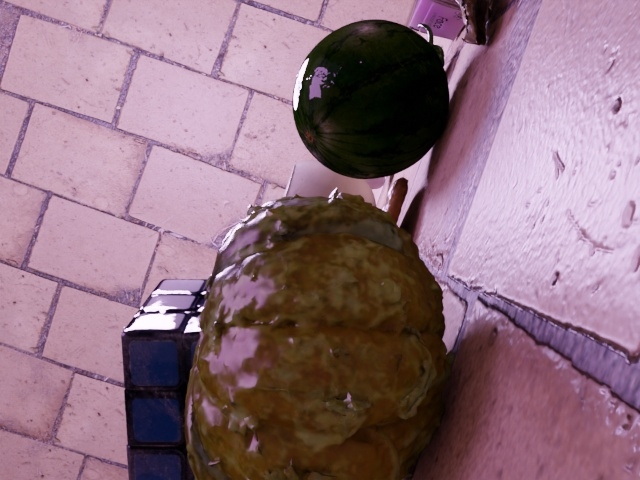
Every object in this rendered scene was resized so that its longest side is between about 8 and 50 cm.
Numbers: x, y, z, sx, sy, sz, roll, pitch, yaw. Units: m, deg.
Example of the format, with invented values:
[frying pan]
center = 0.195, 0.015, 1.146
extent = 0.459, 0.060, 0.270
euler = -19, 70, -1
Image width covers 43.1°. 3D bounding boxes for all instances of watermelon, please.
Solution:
[watermelon]
center = 0.077, -0.211, 1.223
extent = 0.242, 0.242, 0.242
euler = -161, 90, -88

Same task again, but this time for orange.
[orange]
center = 0.001, 0.096, 0.694
extent = 0.301, 0.223, 0.300
euler = 112, 161, -55

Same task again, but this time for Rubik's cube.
[Rubik's cube]
center = -0.157, 0.248, 1.408
extent = 0.304, 0.301, 0.305
euler = -84, -5, -74

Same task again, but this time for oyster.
[oyster]
center = 0.219, -0.358, 1.138
extent = 0.166, 0.094, 0.294
euler = 85, -174, -46

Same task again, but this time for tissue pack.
[tissue pack]
center = 0.238, -0.486, 1.386
extent = 0.148, 0.092, 0.246
euler = 119, 169, -84

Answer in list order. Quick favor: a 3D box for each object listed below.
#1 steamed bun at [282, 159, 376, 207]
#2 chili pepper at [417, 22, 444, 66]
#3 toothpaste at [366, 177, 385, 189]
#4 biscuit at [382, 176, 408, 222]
[steamed bun]
center = 0.000, 0.000, 1.656
extent = 0.324, 0.206, 0.324
euler = -163, 90, -86
[chili pepper]
center = 0.174, -0.279, 1.473
extent = 0.257, 0.074, 0.100
euler = 112, 176, -66
[toothpaste]
center = 0.152, -0.234, 1.838
extent = 0.323, 0.066, 0.100
euler = -67, -6, -46
[biscuit]
center = 0.093, 0.021, 1.264
extent = 0.203, 0.041, 0.260
euler = -76, 1, -59
